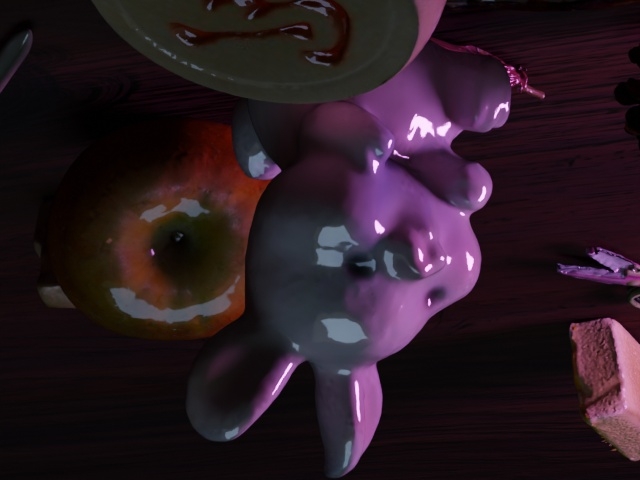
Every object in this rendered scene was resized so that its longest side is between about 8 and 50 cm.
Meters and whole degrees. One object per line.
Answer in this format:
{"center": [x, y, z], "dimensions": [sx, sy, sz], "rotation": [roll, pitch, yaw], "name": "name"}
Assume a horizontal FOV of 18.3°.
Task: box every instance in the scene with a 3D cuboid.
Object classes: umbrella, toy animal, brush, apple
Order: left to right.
{"center": [-0.309, -0.118, 1.780], "dimensions": [0.042, 0.039, 0.299], "rotation": [-36, 179, -33], "name": "brush"}
{"center": [-0.130, -0.013, 1.825], "dimensions": [0.235, 0.210, 0.173], "rotation": [14, -167, -5], "name": "apple"}
{"center": [0.007, -0.005, 1.591], "dimensions": [0.196, 0.367, 0.241], "rotation": [21, 156, -35], "name": "toy animal"}
{"center": [0.131, -0.151, 1.684], "dimensions": [0.165, 0.027, 0.025], "rotation": [18, 154, -35], "name": "umbrella"}

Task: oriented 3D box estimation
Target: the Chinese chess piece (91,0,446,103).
{"center": [-0.041, -0.205, 1.394], "dimensions": [0.273, 0.102, 0.273], "rotation": [12, 150, 7], "name": "Chinese chess piece"}

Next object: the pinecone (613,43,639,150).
{"center": [0.308, -0.125, 1.605], "dimensions": [0.140, 0.140, 0.121], "rotation": [5, 130, -9], "name": "pinecone"}

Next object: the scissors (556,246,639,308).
{"center": [0.342, 0.038, 2.149], "dimensions": [0.187, 0.020, 0.133], "rotation": [14, 152, -32], "name": "scissors"}

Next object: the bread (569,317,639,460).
{"center": [0.354, 0.176, 2.352], "dimensions": [0.068, 0.125, 0.188], "rotation": [-16, 153, 22], "name": "bread"}

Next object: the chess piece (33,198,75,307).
{"center": [-0.140, 0.008, 1.979], "dimensions": [0.301, 0.137, 0.137], "rotation": [1, 158, 9], "name": "chess piece"}

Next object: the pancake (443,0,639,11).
{"center": [0.211, -0.255, 1.374], "dimensions": [0.427, 0.067, 0.305], "rotation": [-6, 155, 23], "name": "pancake"}
